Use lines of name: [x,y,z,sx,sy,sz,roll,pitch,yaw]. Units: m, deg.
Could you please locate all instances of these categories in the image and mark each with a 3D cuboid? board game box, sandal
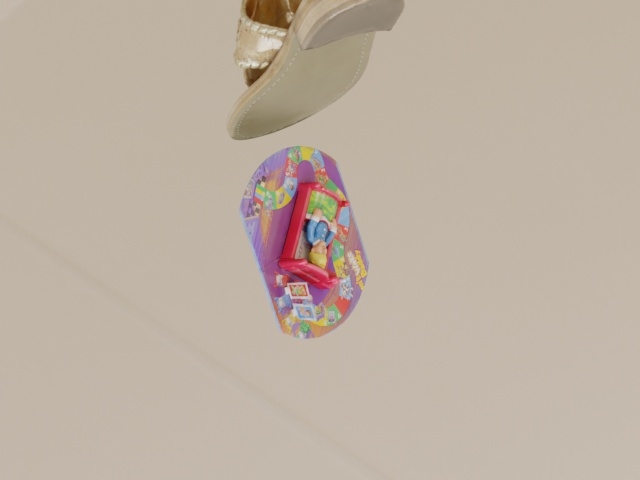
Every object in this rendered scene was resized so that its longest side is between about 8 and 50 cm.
board game box: [0.000,0.000,1.347,0.033,0.169,0.133,-3,-160,43]
sandal: [-0.013,-0.143,1.003,0.088,0.240,0.079,-16,-100,-21]
